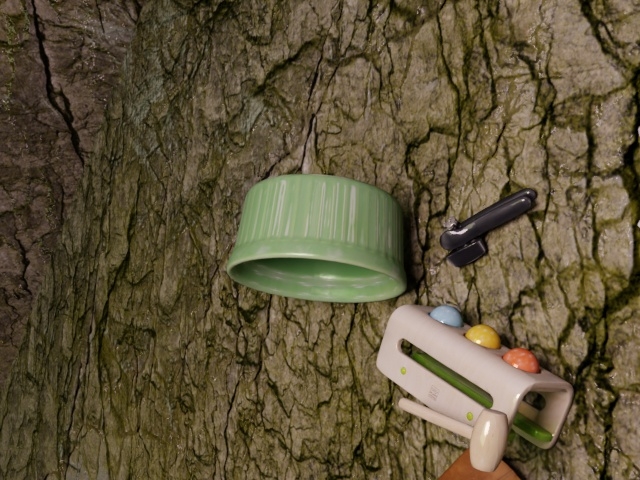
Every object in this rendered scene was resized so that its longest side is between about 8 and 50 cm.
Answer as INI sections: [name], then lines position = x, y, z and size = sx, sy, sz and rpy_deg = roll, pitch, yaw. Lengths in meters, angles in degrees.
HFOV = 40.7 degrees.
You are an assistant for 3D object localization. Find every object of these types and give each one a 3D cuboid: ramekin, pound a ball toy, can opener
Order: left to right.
[ramekin]
position = 0.000, 0.000, 1.467
size = 0.303, 0.303, 0.148
rpy_deg = -14, 65, 49
[pound a ball toy]
position = 0.207, 0.191, 1.233
size = 0.319, 0.208, 0.135
rpy_deg = 30, 105, 50
[can opener]
position = 0.259, -0.030, 1.350
size = 0.186, 0.073, 0.059
rpy_deg = -38, 16, 36

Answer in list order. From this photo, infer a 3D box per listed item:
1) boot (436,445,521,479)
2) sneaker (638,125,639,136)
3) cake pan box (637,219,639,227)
[boot]
position = 0.204, 0.456, 1.200
size = 0.280, 0.096, 0.264
rpy_deg = -33, 50, -11
[sneaker]
position = 0.468, -0.136, 1.115
size = 0.118, 0.042, 0.067
rpy_deg = -30, 56, 52
[cake pan box]
position = 0.525, -0.049, 0.953
size = 0.267, 0.070, 0.245
rpy_deg = 43, 117, 30
